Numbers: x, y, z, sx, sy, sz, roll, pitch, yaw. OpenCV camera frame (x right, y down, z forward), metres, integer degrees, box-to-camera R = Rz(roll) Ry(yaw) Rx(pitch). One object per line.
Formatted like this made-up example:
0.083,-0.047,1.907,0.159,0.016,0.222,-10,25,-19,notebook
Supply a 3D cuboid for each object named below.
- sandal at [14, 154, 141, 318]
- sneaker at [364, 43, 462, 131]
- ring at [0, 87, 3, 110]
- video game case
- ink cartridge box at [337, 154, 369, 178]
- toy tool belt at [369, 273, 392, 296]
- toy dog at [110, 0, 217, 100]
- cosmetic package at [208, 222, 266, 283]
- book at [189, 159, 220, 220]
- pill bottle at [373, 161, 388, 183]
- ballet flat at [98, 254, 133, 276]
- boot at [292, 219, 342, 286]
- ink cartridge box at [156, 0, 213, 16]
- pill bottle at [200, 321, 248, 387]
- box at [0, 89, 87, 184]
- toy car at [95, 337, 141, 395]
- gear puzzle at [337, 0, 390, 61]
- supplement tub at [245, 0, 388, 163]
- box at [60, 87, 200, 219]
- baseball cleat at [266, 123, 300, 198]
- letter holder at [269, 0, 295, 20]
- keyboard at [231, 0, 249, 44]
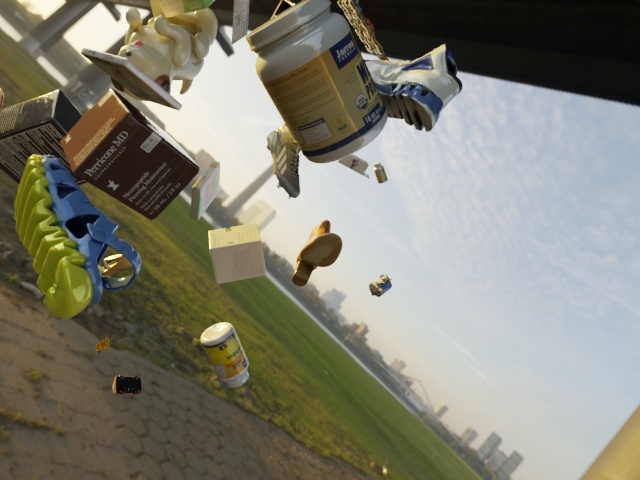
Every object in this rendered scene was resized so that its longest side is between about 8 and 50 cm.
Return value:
-0.399,-0.015,0.720,0.138,0.126,0.317,-4,53,-50,sandal
0.226,-0.387,1.074,0.315,0.182,0.127,44,-9,44,sneaker
-1.035,-0.320,1.245,0.337,0.336,0.032,39,-6,35,ring
-0.554,-0.476,1.308,0.207,0.026,0.227,23,-6,27,video game case
0.176,-0.380,2.180,0.182,0.061,0.104,27,19,-8,ink cartridge box
0.183,0.129,1.266,0.051,0.083,0.052,-8,-72,54,toy tool belt
-0.634,-0.708,1.708,0.285,0.407,0.395,25,-40,-1,toy dog
-0.306,0.046,1.618,0.151,0.184,0.151,-119,-158,-59,cosmetic package
-0.295,-0.131,1.125,0.035,0.144,0.096,17,-52,-2,book
0.242,-0.276,1.792,0.043,0.044,0.083,29,-36,64,pill bottle
-0.817,0.106,1.681,0.073,0.233,0.080,61,4,-30,ballet flat
0.001,0.001,1.404,0.104,0.211,0.295,28,-42,-9,boot
-0.515,-0.955,1.463,0.207,0.119,0.353,6,-36,28,ink cartridge box
-0.324,0.400,1.527,0.117,0.117,0.214,31,-38,61,pill bottle
-0.989,-0.342,1.606,0.296,0.295,0.182,69,6,-54,box
-0.392,0.247,0.854,0.060,0.041,0.121,1,64,-65,toy car
0.201,-0.812,1.745,0.339,0.044,0.175,47,6,-31,gear puzzle
-0.006,-0.361,1.000,0.316,0.228,0.228,58,-13,-29,supplement tub
-0.416,-0.186,0.973,0.167,0.168,0.203,44,2,40,box
-0.078,-0.213,1.134,0.072,0.110,0.205,11,52,-58,baseball cleat
-0.038,-0.800,1.771,0.302,0.152,0.214,20,25,-37,letter holder
-0.245,-0.732,1.356,0.072,0.255,0.014,-6,-12,38,keyboard
